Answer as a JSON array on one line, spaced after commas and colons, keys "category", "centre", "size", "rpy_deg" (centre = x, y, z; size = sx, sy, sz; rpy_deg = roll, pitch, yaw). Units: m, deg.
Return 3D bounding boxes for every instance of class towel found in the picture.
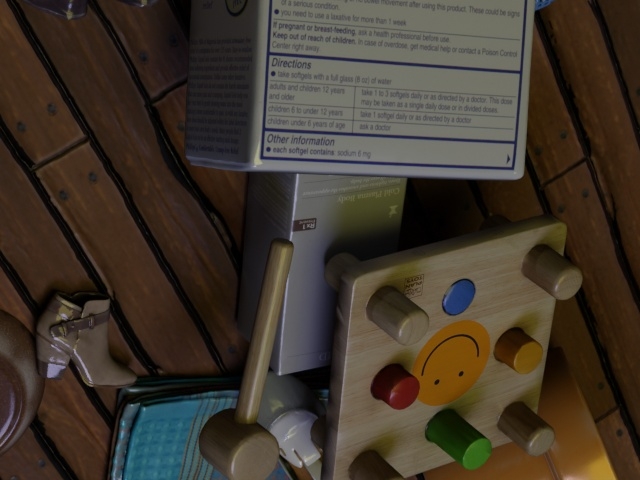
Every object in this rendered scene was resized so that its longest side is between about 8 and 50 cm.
[{"category": "towel", "centre": [-0.104, 0.303, 1.862], "size": [0.271, 0.040, 0.370], "rpy_deg": [-1, 119, -26]}]

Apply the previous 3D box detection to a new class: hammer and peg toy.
[{"category": "hammer and peg toy", "centre": [0.075, 0.118, 1.661], "size": [0.361, 0.127, 0.266], "rpy_deg": [-13, 124, -31]}]

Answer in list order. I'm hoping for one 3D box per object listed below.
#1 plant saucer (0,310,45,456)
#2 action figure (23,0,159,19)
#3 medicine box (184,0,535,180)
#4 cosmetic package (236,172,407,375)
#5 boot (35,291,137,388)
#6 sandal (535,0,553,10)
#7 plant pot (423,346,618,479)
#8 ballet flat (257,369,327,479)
[{"category": "plant saucer", "centre": [-0.348, 0.151, 1.649], "size": [0.199, 0.036, 0.198], "rpy_deg": [-12, 122, -20]}, {"category": "action figure", "centre": [-0.176, -0.314, 1.398], "size": [0.185, 0.099, 0.285], "rpy_deg": [-26, 142, -41]}, {"category": "medicine box", "centre": [0.036, -0.200, 1.510], "size": [0.264, 0.149, 0.289], "rpy_deg": [1, 94, -28]}, {"category": "cosmetic package", "centre": [0.000, 0.000, 1.697], "size": [0.127, 0.107, 0.238], "rpy_deg": [-11, 120, -25]}, {"category": "boot", "centre": [-0.216, 0.092, 1.681], "size": [0.118, 0.042, 0.087], "rpy_deg": [8, 106, -38]}, {"category": "sandal", "centre": [0.287, -0.320, 1.634], "size": [0.317, 0.138, 0.126], "rpy_deg": [-39, 130, 1]}, {"category": "plant pot", "centre": [0.212, 0.243, 1.903], "size": [0.188, 0.205, 0.205], "rpy_deg": [-23, 127, 5]}, {"category": "ballet flat", "centre": [-0.009, 0.215, 1.788], "size": [0.072, 0.068, 0.213], "rpy_deg": [-32, 128, -5]}]
